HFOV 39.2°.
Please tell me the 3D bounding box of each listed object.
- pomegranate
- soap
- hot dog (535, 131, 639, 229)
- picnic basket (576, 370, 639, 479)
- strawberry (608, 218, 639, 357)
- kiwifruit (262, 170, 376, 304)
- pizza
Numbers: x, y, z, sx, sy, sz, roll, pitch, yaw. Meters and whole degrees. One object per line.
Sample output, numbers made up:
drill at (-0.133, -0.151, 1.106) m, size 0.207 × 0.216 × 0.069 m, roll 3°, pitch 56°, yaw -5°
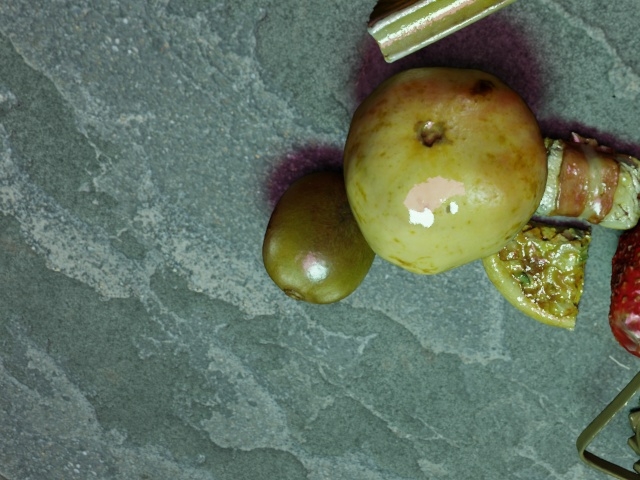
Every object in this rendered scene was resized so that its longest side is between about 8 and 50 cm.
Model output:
pomegranate at (0.188, -0.115, 1.422) m, size 0.342 × 0.342 × 0.343 m, roll 5°, pitch 118°, yaw 9°
soap at (0.204, -0.370, 1.346) m, size 0.257 × 0.160 × 0.080 m, roll -23°, pitch 113°, yaw 23°
hot dog at (0.435, -0.096, 1.485) m, size 0.213 × 0.103 × 0.146 m, roll 16°, pitch 99°, yaw -7°
picnic basket at (0.640, 0.351, 1.565) m, size 0.321 × 0.291 × 0.254 m, roll 26°, pitch 120°, yaw -13°
strawberry at (0.595, 0.080, 1.462) m, size 0.261 × 0.257 × 0.261 m, roll 5°, pitch 109°, yaw 14°
kiwifruit at (0.000, 0.000, 1.542) m, size 0.196 × 0.234 × 0.196 m, roll 22°, pitch 151°, yaw 13°
pizza at (0.396, 0.044, 1.585) m, size 0.197 × 0.058 × 0.292 m, roll -31°, pitch 108°, yaw 23°
